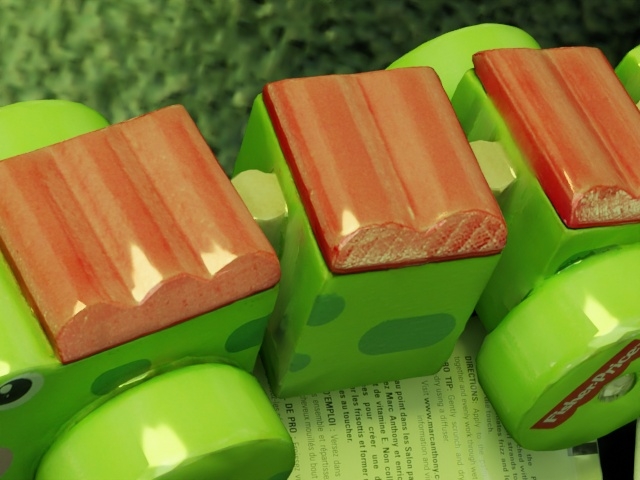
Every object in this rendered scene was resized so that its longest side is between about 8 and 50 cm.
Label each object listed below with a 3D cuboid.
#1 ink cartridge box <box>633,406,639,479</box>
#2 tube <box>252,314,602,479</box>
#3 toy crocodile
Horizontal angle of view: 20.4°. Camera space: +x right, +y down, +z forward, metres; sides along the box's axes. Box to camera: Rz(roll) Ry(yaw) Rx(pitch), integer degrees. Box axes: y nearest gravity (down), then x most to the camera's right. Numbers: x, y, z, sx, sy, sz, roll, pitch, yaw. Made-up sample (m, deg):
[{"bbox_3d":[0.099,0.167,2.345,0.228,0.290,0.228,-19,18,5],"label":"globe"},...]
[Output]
[{"bbox_3d":[0.153,0.181,0.413,0.165,0.065,0.332,-4,48,18],"label":"ink cartridge box"},{"bbox_3d":[-0.031,0.070,0.511,0.240,0.062,0.070,-4,118,-14],"label":"tube"},{"bbox_3d":[0.000,0.000,0.467,0.341,0.105,0.115,-14,59,-23],"label":"toy crocodile"}]
